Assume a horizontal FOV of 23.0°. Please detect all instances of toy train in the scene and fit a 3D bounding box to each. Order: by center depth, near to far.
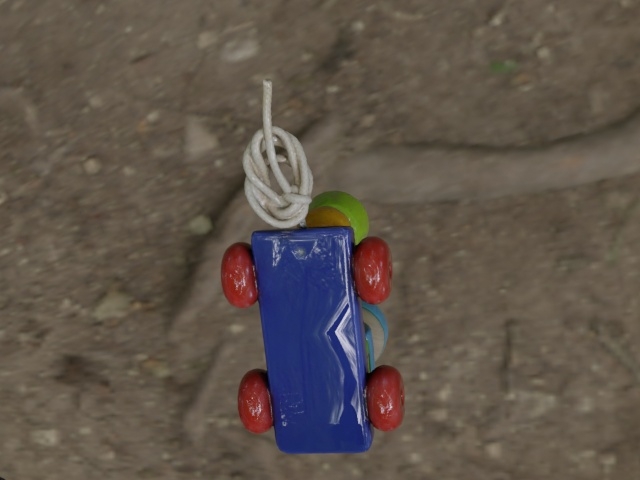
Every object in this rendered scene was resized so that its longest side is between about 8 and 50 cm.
[{"bbox_3d":[0.000,0.000,1.018,0.105,0.143,0.248,-3,108,11],"label":"toy train"}]

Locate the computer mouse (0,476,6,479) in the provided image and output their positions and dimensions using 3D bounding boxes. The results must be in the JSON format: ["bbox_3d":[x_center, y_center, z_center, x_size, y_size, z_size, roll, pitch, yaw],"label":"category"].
[{"bbox_3d":[-0.418,0.273,1.410,0.184,0.262,0.060,26,40,-39],"label":"computer mouse"}]
